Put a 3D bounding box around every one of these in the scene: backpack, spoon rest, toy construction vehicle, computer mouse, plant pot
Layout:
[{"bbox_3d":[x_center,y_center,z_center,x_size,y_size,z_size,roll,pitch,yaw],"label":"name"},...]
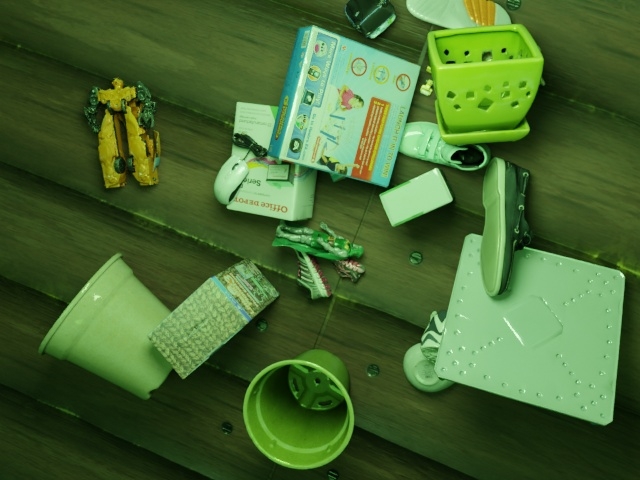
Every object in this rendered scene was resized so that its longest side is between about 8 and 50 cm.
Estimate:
[{"bbox_3d":[0.119,-0.558,1.598,0.105,0.084,0.114,-41,48,13],"label":"backpack"},{"bbox_3d":[0.349,0.327,1.701,0.276,0.084,0.137,-8,95,27],"label":"spoon rest"},{"bbox_3d":[0.296,-0.397,1.615,0.085,0.035,0.098,31,103,6],"label":"toy construction vehicle"},{"bbox_3d":[-0.215,-0.172,1.634,0.106,0.042,0.193,38,111,17],"label":"computer mouse"},{"bbox_3d":[-0.526,0.257,1.768,0.305,0.334,0.334,38,104,-8],"label":"plant pot"},{"bbox_3d":[0.363,-0.347,1.481,0.228,0.227,0.207,-4,126,6],"label":"plant pot"},{"bbox_3d":[-0.030,0.405,1.693,0.275,0.254,0.276,2,98,12],"label":"plant pot"}]

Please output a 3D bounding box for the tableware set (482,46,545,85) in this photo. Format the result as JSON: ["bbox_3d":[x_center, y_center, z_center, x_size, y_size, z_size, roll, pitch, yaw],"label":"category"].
[{"bbox_3d":[0.458,-0.413,1.586,0.168,0.020,0.141,-20,93,15],"label":"tableware set"}]

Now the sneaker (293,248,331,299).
[{"bbox_3d":[-0.040,0.086,1.745,0.074,0.063,0.171,-27,93,15],"label":"sneaker"}]

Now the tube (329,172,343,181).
[{"bbox_3d":[0.018,-0.256,1.692,0.080,0.052,0.207,-23,87,12],"label":"tube"}]

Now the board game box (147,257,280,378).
[{"bbox_3d":[-0.266,0.191,1.692,0.232,0.291,0.141,-41,89,14],"label":"board game box"}]

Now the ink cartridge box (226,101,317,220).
[{"bbox_3d":[-0.117,-0.201,1.675,0.201,0.117,0.279,11,101,22],"label":"ink cartridge box"}]

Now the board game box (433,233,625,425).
[{"bbox_3d":[0.495,0.199,1.537,0.389,0.050,0.390,15,61,10],"label":"board game box"}]

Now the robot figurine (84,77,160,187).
[{"bbox_3d":[-0.531,-0.294,1.783,0.210,0.085,0.291,-2,99,12],"label":"robot figurine"}]

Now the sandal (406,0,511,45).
[{"bbox_3d":[0.329,-0.533,1.565,0.265,0.076,0.102,18,85,-5],"label":"sandal"}]

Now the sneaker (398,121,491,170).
[{"bbox_3d":[0.287,-0.232,1.583,0.255,0.151,0.094,14,103,11],"label":"sneaker"}]

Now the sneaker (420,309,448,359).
[{"bbox_3d":[0.374,0.224,1.631,0.234,0.153,0.094,-3,140,26],"label":"sneaker"}]

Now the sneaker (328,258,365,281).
[{"bbox_3d":[0.056,0.071,1.736,0.119,0.047,0.057,28,114,8],"label":"sneaker"}]

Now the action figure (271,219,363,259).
[{"bbox_3d":[0.000,0.000,1.703,0.232,0.137,0.064,16,124,0],"label":"action figure"}]

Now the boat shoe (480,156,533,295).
[{"bbox_3d":[0.454,-0.030,1.564,0.112,0.127,0.340,8,69,-8],"label":"boat shoe"}]

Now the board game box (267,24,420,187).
[{"bbox_3d":[0.057,-0.311,1.559,0.301,0.086,0.309,12,97,-28],"label":"board game box"}]

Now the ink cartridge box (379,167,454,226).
[{"bbox_3d":[0.239,-0.107,1.583,0.153,0.208,0.087,-25,90,14],"label":"ink cartridge box"}]
